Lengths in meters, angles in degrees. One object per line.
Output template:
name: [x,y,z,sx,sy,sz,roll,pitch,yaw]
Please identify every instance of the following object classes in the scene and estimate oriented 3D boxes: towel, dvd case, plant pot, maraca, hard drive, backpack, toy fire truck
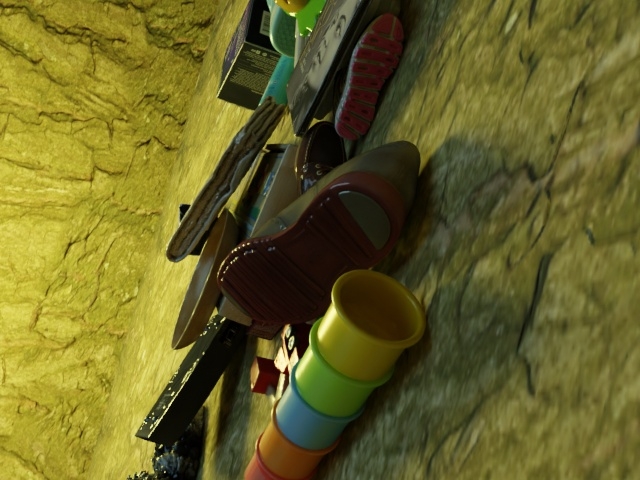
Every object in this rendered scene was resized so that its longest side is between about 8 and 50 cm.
towel: [-0.154,-0.101,1.308,0.282,0.049,0.187,-52,7,33]
dvd case: [0.008,-0.268,1.079,0.221,0.018,0.164,-60,22,28]
plant pot: [-0.177,0.064,1.242,0.236,0.032,0.236,-159,90,-78]
maraca: [-0.030,-0.394,1.195,0.185,0.099,0.127,65,145,25]
hard drive: [-0.219,0.238,1.361,0.254,0.054,0.172,-58,12,-22]
backpack: [-0.292,-0.024,1.881,0.101,0.098,0.120,-161,75,-82]
toy fire truck: [-0.038,0.175,0.986,0.192,0.047,0.135,-110,40,-61]

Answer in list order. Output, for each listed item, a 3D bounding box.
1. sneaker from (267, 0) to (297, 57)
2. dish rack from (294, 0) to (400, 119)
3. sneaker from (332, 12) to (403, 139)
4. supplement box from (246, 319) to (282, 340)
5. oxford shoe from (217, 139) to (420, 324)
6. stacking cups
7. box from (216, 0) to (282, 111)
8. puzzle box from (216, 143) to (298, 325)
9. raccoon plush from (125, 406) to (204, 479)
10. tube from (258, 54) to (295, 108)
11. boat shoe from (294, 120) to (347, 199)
sneaker: [-0.022,-0.518,1.454,0.319,0.127,0.208,-62,24,29]
dish rack: [0.042,-0.358,1.207,0.285,0.073,0.332,127,154,-45]
sneaker: [0.055,-0.223,1.050,0.074,0.063,0.170,-116,41,-57]
supplement box: [-0.075,0.103,1.174,0.083,0.043,0.054,126,154,-47]
oxford shoe: [0.000,0.000,0.932,0.348,0.123,0.130,-31,17,47]
stacking cups: [0.003,0.169,0.825,0.096,0.096,0.316,-93,21,-47]
box: [-0.145,-0.414,1.770,0.207,0.108,0.153,131,150,-52]
puzzle box: [-0.112,-0.030,1.318,0.272,0.052,0.409,-67,13,1]
raccoon plush: [-0.386,0.465,1.357,0.446,0.299,0.216,-92,25,-47]
tube: [-0.065,-0.346,1.568,0.080,0.052,0.207,-5,62,58]
boat shoe: [0.004,-0.066,1.051,0.073,0.073,0.206,147,129,-67]
